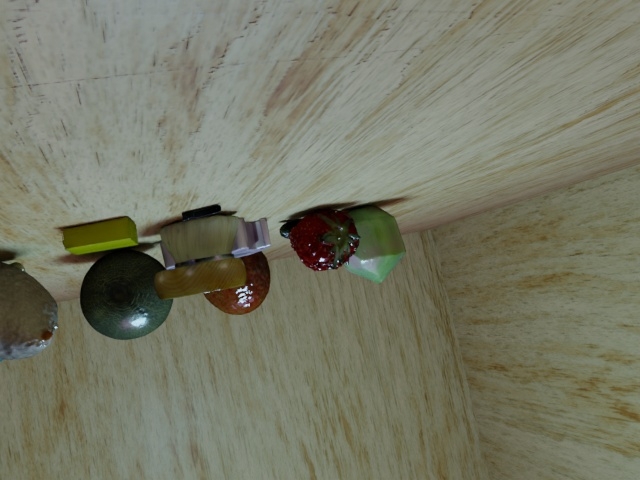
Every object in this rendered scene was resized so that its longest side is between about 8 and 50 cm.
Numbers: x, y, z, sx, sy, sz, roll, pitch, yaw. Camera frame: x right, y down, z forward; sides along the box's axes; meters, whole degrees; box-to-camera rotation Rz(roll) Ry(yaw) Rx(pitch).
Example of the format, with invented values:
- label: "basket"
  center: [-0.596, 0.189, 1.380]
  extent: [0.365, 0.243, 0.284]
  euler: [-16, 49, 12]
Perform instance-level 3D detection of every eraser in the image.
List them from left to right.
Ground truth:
- label: "eraser"
  center: [-0.417, -0.007, 1.115]
  extent: [0.122, 0.045, 0.097]
  euler: [-10, 175, -9]

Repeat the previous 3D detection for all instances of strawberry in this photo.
- label: "strawberry"
  center: [0.000, 0.000, 1.610]
  extent: [0.201, 0.187, 0.184]
  euler: [5, 154, 43]

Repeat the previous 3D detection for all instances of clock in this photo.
- label: "clock"
  center: [-0.266, 0.008, 1.540]
  extent: [0.275, 0.080, 0.290]
  euler: [-10, 175, -27]

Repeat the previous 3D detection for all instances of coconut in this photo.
- label: "coconut"
  center: [0.148, 0.016, 1.763]
  extent: [0.204, 0.236, 0.236]
  euler: [-14, 176, -13]

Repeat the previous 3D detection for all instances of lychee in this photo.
- label: "lychee"
  center: [-0.282, 0.122, 1.913]
  extent: [0.255, 0.255, 0.300]
  euler: [-9, 140, -40]

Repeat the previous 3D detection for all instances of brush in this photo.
- label: "brush"
  center: [-0.297, 0.045, 1.335]
  extent: [0.266, 0.166, 0.174]
  euler: [-14, 177, 35]

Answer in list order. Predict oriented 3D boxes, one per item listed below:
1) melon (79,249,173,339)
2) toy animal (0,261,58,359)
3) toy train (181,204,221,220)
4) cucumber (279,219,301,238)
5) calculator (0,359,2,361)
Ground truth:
- label: "melon"
  center: [-0.513, 0.144, 1.561]
  extent: [0.237, 0.238, 0.301]
  euler: [-11, 176, -11]
- label: "toy animal"
  center: [-0.674, 0.141, 1.217]
  extent: [0.358, 0.188, 0.226]
  euler: [21, -172, 21]
- label: "toy train"
  center: [-0.236, -0.056, 1.170]
  extent: [0.083, 0.017, 0.017]
  euler: [-12, 178, 8]
- label: "cucumber"
  center: [-0.044, -0.035, 1.762]
  extent: [0.067, 0.067, 0.245]
  euler: [-15, 173, 40]
- label: "calculator"
  center: [-0.810, 0.199, 1.270]
  extent: [0.058, 0.274, 0.248]
  euler: [-55, -179, 12]
